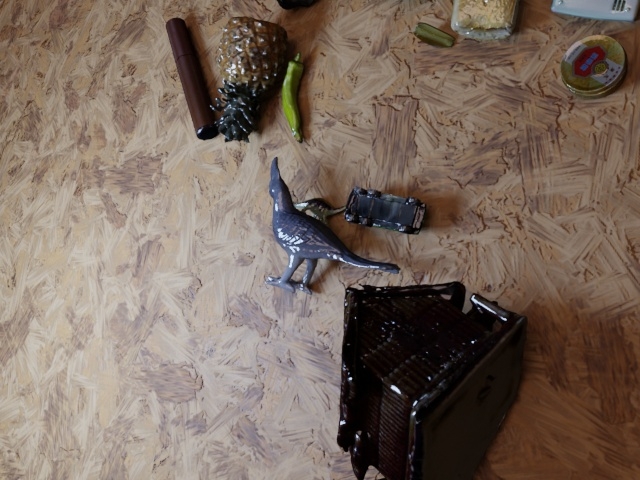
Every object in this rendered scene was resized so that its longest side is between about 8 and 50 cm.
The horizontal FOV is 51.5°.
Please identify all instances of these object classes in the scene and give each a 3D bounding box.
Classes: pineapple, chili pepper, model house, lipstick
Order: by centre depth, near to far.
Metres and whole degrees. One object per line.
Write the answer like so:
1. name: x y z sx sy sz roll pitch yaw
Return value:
1. model house: 0.146 0.239 1.103 0.282 0.297 0.317 27 130 43
2. chili pepper: -0.060 -0.307 1.453 0.048 0.043 0.208 -1 81 6
3. pineapple: -0.162 -0.347 1.475 0.157 0.157 0.279 13 95 34
4. lipstick: -0.317 -0.400 1.627 0.057 0.057 0.357 -30 64 23

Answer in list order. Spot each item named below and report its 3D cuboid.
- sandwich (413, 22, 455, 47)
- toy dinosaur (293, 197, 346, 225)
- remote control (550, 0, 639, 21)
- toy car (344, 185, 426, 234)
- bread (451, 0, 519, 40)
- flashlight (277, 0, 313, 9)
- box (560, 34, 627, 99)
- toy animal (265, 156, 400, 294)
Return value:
1. sandwich: 0.218 -0.400 1.298 0.044 0.083 0.031 -129 61 -77
2. toy dinosaur: -0.008 -0.060 1.356 0.180 0.037 0.058 11 63 27
3. remote control: 0.486 -0.539 1.076 0.145 0.050 0.344 17 109 24
4. toy car: 0.125 -0.052 1.251 0.165 0.062 0.071 13 86 34
5. bread: 0.305 -0.426 1.227 0.125 0.082 0.106 9 93 24
6. flashlight: -0.080 -0.732 1.539 0.103 0.103 0.424 -18 68 28
7. box: 0.460 -0.291 1.116 0.105 0.037 0.106 -8 74 30
8. toy animal: -0.027 0.018 1.297 0.367 0.081 0.206 43 115 29
